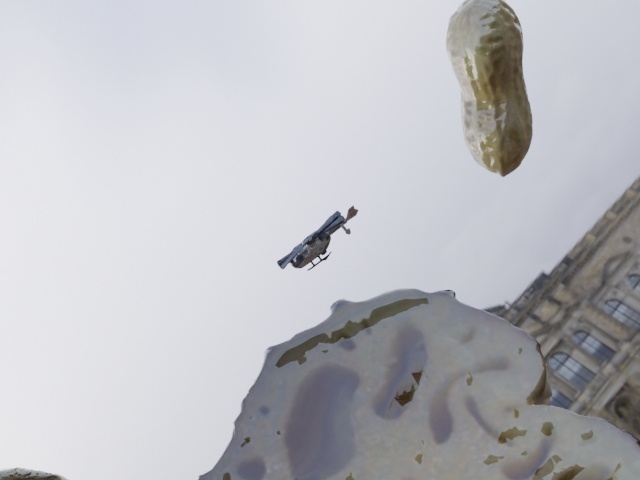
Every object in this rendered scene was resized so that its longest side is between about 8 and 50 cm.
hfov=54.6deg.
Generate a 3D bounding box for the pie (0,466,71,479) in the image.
[{"bbox_3d":[-0.355,0.369,0.786,0.185,0.052,0.218,-25,-71,14],"label":"pie"}]

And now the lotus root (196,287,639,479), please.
[{"bbox_3d":[0.100,0.207,0.470,0.316,0.316,0.250,-41,-45,-17],"label":"lotus root"}]

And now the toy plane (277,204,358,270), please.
[{"bbox_3d":[0.001,0.000,1.267,0.197,0.053,0.078,-37,-22,-2],"label":"toy plane"}]

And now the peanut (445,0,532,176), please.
[{"bbox_3d":[0.275,-0.250,1.003,0.136,0.120,0.298,-22,-78,-60],"label":"peanut"}]
